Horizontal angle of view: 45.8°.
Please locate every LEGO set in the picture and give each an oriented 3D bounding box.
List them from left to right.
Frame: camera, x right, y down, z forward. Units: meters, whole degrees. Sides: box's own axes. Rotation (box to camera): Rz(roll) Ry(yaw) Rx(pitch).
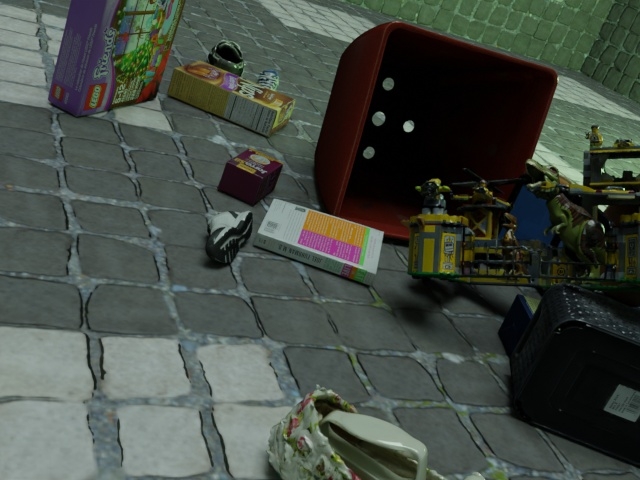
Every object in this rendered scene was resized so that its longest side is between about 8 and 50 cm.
[{"bbox_3d":[0.259,-0.046,0.845,0.331,0.192,0.255,-1,-7,36],"label":"LEGO set"}]

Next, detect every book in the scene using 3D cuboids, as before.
[{"bbox_3d":[0.000,0.000,0.911,0.144,0.035,0.096,20,27,-1],"label":"book"}]

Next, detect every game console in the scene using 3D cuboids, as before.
[{"bbox_3d":[0.293,0.005,0.991,0.085,0.144,0.124,12,26,-17],"label":"game console"}]

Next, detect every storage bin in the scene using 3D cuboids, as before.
[{"bbox_3d":[0.290,0.135,0.745,0.180,0.122,0.084,22,24,2],"label":"storage bin"}]

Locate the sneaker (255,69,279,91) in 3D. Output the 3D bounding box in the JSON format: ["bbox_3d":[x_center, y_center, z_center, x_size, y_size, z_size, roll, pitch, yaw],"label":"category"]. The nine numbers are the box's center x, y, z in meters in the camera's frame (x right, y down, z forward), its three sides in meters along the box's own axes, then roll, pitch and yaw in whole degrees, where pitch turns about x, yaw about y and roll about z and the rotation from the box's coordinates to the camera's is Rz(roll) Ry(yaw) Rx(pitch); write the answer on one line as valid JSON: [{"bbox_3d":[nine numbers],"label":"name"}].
[{"bbox_3d":[-0.103,-0.280,1.380,0.052,0.058,0.135,18,25,-6],"label":"sneaker"}]

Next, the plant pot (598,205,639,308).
[{"bbox_3d":[0.535,0.038,1.076,0.230,0.215,0.215,32,23,-8],"label":"plant pot"}]

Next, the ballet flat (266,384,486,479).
[{"bbox_3d":[0.070,0.183,0.529,0.241,0.077,0.091,27,24,13],"label":"ballet flat"}]

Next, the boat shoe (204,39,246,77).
[{"bbox_3d":[-0.173,-0.335,1.423,0.078,0.070,0.219,14,25,-16],"label":"boat shoe"}]

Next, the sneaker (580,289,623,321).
[{"bbox_3d":[0.329,0.111,0.883,0.063,0.074,0.170,15,25,-12],"label":"sneaker"}]

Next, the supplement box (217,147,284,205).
[{"bbox_3d":[-0.091,-0.086,1.001,0.055,0.043,0.083,25,25,7],"label":"supplement box"}]

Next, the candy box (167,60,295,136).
[{"bbox_3d":[-0.146,-0.240,1.271,0.187,0.053,0.109,24,24,5],"label":"candy box"}]

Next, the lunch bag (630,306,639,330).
[{"bbox_3d":[0.392,0.120,0.925,0.067,0.065,0.098,10,27,-22],"label":"lunch bag"}]

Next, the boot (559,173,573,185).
[{"bbox_3d":[0.351,-0.066,1.280,0.197,0.072,0.152,6,24,-3],"label":"boot"}]

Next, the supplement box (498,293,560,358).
[{"bbox_3d":[0.256,0.112,0.845,0.083,0.056,0.083,16,25,-10],"label":"supplement box"}]

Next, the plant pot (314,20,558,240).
[{"bbox_3d":[0.128,-0.157,1.093,0.267,0.267,0.236,9,14,-24],"label":"plant pot"}]

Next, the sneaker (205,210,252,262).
[{"bbox_3d":[-0.109,-0.005,0.837,0.044,0.040,0.109,7,19,10],"label":"sneaker"}]

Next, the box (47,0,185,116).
[{"bbox_3d":[-0.265,-0.329,1.065,0.057,0.293,0.201,29,26,11],"label":"box"}]
